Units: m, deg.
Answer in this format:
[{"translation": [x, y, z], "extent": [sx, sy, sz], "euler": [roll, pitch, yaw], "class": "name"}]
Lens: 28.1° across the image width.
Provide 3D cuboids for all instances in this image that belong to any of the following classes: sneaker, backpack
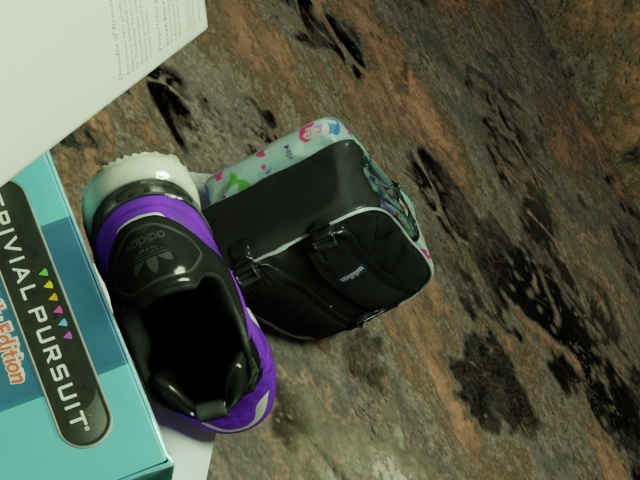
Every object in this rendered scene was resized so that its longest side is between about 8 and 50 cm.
[{"translation": [-0.091, 0.084, 0.925], "extent": [0.293, 0.102, 0.146], "euler": [69, -4, -48], "class": "sneaker"}, {"translation": [0.000, 0.000, 1.431], "extent": [0.253, 0.225, 0.191], "euler": [42, 26, -50], "class": "backpack"}]

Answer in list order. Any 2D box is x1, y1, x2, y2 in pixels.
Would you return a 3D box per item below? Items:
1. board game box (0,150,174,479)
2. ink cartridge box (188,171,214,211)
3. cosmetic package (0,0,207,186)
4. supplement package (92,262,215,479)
[{"translation": [-0.297, 0.098, 0.820], "extent": [0.336, 0.079, 0.253], "euler": [-20, 72, -15], "class": "board game box"}, {"translation": [-0.151, -0.046, 1.453], "extent": [0.115, 0.029, 0.062], "euler": [-1, 61, -58], "class": "ink cartridge box"}, {"translation": [-0.241, -0.157, 0.857], "extent": [0.365, 0.197, 0.155], "euler": [-53, 143, -54], "class": "cosmetic package"}, {"translation": [-0.227, 0.132, 1.035], "extent": [0.262, 0.145, 0.204], "euler": [41, 32, -23], "class": "supplement package"}]
